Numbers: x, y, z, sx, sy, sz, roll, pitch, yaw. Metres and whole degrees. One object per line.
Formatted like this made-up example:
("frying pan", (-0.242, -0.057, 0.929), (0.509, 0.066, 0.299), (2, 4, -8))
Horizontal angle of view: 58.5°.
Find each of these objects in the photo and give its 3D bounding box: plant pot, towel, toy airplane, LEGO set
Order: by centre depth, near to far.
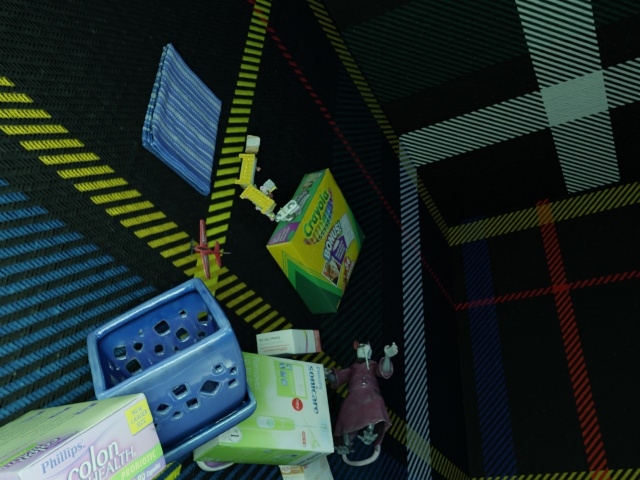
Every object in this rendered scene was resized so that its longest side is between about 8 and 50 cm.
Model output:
("plant pot", (-0.255, 0.239, 1.023), (0.236, 0.235, 0.212), (38, -28, 59))
("toy airplane", (-0.277, 0.024, 1.416), (0.151, 0.028, 0.151), (40, 43, -53))
("towel", (-0.338, -0.307, 1.458), (0.243, 0.040, 0.336), (45, 38, -49))
("LEGO set", (-0.171, -0.160, 1.660), (0.287, 0.132, 0.107), (59, 1, 21))

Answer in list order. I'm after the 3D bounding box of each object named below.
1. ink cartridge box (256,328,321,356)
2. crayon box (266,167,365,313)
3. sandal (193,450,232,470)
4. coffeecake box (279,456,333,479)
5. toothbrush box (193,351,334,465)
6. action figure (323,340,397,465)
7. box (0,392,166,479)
("ink cartridge box", (-0.094, 0.281, 1.558), (0.198, 0.115, 0.067), (18, 61, -62))
("crayon box", (0.000, 0.000, 1.872), (0.313, 0.106, 0.363), (60, 37, -33))
("sandal", (-0.153, 0.410, 1.373), (0.416, 0.102, 0.170), (-10, 84, -64))
("coffeecake box", (-0.029, 0.652, 1.549), (0.142, 0.068, 0.186), (-29, 103, -65))
("toothbrush box", (-0.127, 0.371, 1.257), (0.283, 0.122, 0.206), (19, 48, -33))
("action figure", (0.151, 0.482, 1.818), (0.370, 0.247, 0.276), (-82, 155, -46))
("box", (-0.381, 0.317, 0.775), (0.213, 0.242, 0.117), (-24, 98, -66))
